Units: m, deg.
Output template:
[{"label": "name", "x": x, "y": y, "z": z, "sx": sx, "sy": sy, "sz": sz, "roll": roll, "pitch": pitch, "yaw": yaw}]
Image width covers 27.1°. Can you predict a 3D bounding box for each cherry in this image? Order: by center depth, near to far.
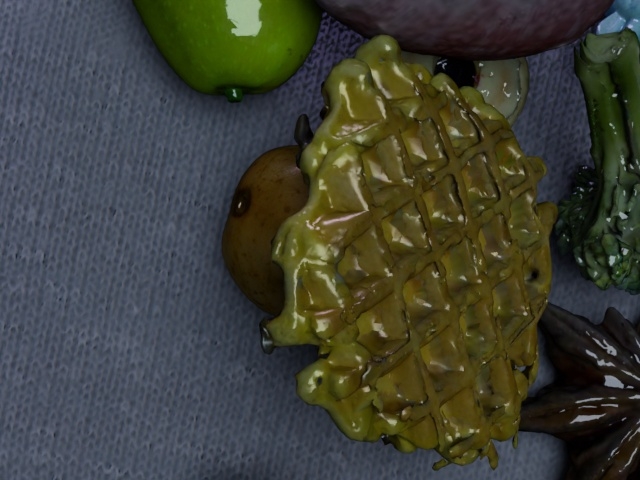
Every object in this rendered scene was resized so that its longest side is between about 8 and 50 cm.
[{"label": "cherry", "x": 0.141, "y": -0.334, "z": 1.256, "sx": 0.335, "sy": 0.291, "sz": 0.326, "roll": 3, "pitch": 108, "yaw": -17}]

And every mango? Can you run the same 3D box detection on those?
[{"label": "mango", "x": -0.114, "y": -0.309, "z": 1.340, "sx": 0.192, "sy": 0.156, "sz": 0.343, "roll": -24, "pitch": 89, "yaw": -10}]

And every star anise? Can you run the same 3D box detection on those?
[{"label": "star anise", "x": 0.339, "y": 0.158, "z": 1.414, "sx": 0.315, "sy": 0.108, "sz": 0.315, "roll": 1, "pitch": 83, "yaw": -8}]

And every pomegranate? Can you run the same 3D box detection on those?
[{"label": "pomegranate", "x": 0.000, "y": 0.000, "z": 1.337, "sx": 0.196, "sy": 0.196, "sz": 0.196, "roll": 1, "pitch": 85, "yaw": -11}]

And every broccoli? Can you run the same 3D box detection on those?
[{"label": "broccoli", "x": 0.292, "y": -0.058, "z": 1.333, "sx": 0.198, "sy": 0.177, "sz": 0.275, "roll": -56, "pitch": 133, "yaw": -20}]

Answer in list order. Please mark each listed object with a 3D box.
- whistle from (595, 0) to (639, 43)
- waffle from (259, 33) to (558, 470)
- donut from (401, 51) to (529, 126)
[{"label": "whistle", "x": 0.370, "y": -0.235, "z": 1.415, "sx": 0.186, "sy": 0.093, "sz": 0.274, "roll": -32, "pitch": 61, "yaw": -12}, {"label": "waffle", "x": 0.106, "y": 0.019, "z": 1.256, "sx": 0.380, "sy": 0.095, "sz": 0.382, "roll": 25, "pitch": 67, "yaw": -44}, {"label": "donut", "x": 0.138, "y": -0.173, "z": 1.423, "sx": 0.175, "sy": 0.068, "sz": 0.174, "roll": 1, "pitch": 83, "yaw": -10}]
